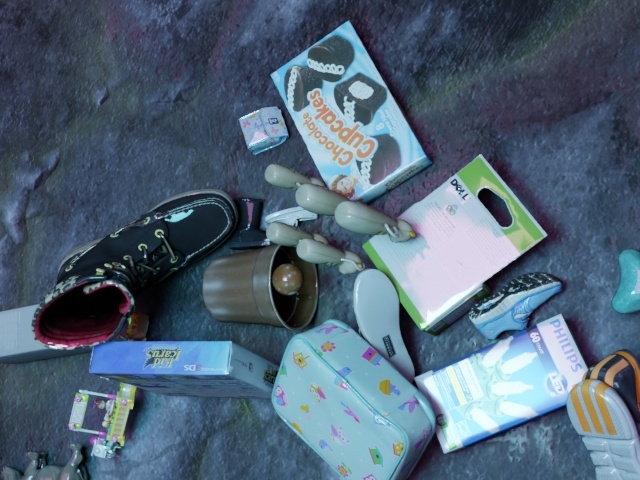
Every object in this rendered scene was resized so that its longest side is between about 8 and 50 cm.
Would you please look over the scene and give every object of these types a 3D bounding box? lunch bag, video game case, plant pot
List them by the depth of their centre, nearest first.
[{"bbox_3d":[0.046,0.279,1.334,0.279,0.108,0.224,41,136,27],"label":"lunch bag"},{"bbox_3d":[-0.222,0.230,1.420,0.269,0.244,0.061,-3,70,22],"label":"video game case"},{"bbox_3d":[-0.114,0.084,1.465,0.165,0.167,0.167,-6,76,30],"label":"plant pot"},{"bbox_3d":[-0.110,-0.220,1.580,0.083,0.053,0.071,-20,73,8],"label":"lunch bag"}]

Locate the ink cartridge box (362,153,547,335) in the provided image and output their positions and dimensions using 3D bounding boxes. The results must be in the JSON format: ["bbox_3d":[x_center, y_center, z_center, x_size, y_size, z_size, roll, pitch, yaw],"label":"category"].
[{"bbox_3d":[0.231,0.012,1.364,0.255,0.097,0.189,-38,67,10],"label":"ink cartridge box"}]

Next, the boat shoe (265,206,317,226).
[{"bbox_3d":[-0.054,-0.042,1.518,0.100,0.035,0.035,-13,84,-7],"label":"boat shoe"}]

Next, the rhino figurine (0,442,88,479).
[{"bbox_3d":[-0.564,0.477,1.605,0.243,0.073,0.106,-16,70,20],"label":"rhino figurine"}]

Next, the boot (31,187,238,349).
[{"bbox_3d":[-0.329,0.048,1.437,0.377,0.284,0.138,-21,109,6],"label":"boot"}]

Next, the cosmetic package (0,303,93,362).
[{"bbox_3d":[-0.560,0.187,1.638,0.238,0.127,0.107,-9,75,22],"label":"cosmetic package"}]

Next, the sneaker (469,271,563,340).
[{"bbox_3d":[0.328,0.110,1.330,0.162,0.063,0.073,-28,109,2],"label":"sneaker"}]

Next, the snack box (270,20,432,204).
[{"bbox_3d":[0.053,-0.231,1.509,0.187,0.060,0.322,-32,69,14],"label":"snack box"}]

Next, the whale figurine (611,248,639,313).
[{"bbox_3d":[0.573,0.074,1.183,0.272,0.141,0.216,10,83,25],"label":"whale figurine"}]

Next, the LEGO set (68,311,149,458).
[{"bbox_3d":[-0.407,0.272,1.537,0.107,0.132,0.287,13,84,-14],"label":"LEGO set"}]

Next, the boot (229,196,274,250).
[{"bbox_3d":[-0.126,-0.033,1.551,0.121,0.045,0.099,-2,78,26],"label":"boot"}]

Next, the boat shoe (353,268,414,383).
[{"bbox_3d":[0.095,0.150,1.358,0.077,0.070,0.219,-19,104,-18],"label":"boat shoe"}]

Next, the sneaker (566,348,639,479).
[{"bbox_3d":[0.485,0.307,1.179,0.124,0.180,0.321,-3,112,51],"label":"sneaker"}]

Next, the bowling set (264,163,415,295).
[{"bbox_3d":[0.000,0.000,1.371,0.287,0.154,0.200,36,105,48],"label":"bowling set"}]

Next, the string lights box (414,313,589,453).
[{"bbox_3d":[0.299,0.234,1.297,0.259,0.077,0.133,-27,68,15],"label":"string lights box"}]
